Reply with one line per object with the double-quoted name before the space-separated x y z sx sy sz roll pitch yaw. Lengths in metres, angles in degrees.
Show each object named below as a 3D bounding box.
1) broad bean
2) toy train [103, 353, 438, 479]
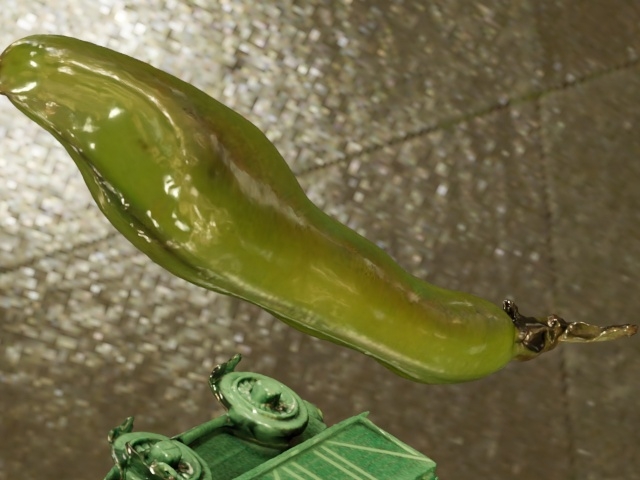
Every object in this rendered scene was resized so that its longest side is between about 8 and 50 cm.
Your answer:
"broad bean" -0.006 0.003 0.765 0.067 0.325 0.075 8 72 56
"toy train" -0.043 0.161 1.061 0.154 0.269 0.115 37 108 14
